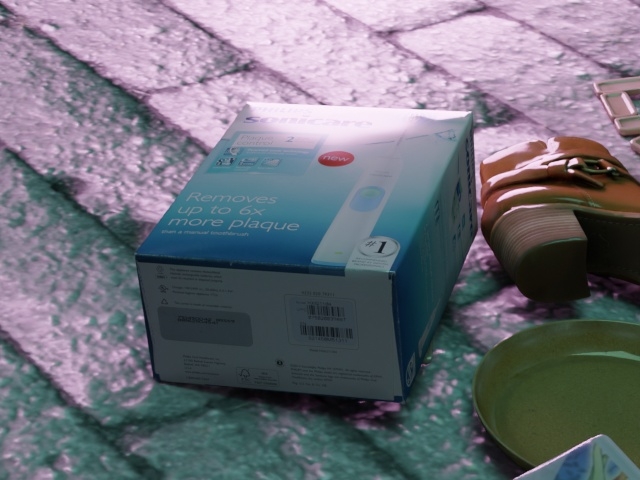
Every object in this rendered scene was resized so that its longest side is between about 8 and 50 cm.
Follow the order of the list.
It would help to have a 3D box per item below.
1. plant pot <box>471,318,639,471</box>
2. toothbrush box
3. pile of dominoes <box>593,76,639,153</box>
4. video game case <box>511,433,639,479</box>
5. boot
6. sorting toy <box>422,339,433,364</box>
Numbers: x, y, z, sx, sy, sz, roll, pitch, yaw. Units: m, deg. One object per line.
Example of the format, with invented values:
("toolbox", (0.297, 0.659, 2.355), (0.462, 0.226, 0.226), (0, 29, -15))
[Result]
("plant pot", (0.235, 0.138, 1.409), (0.236, 0.032, 0.236), (3, 31, -2))
("toothbrush box", (0.000, 0.000, 1.508), (0.216, 0.126, 0.295), (4, 29, 17))
("pile of dominoes", (0.432, -0.123, 1.890), (0.251, 0.040, 0.196), (-7, 32, -2))
("video game case", (0.132, 0.281, 1.067), (0.300, 0.036, 0.329), (-26, 37, -12))
("boot", (0.286, -0.020, 1.634), (0.283, 0.109, 0.220), (-6, 27, -2))
("sorting toy", (0.054, 0.080, 1.507), (0.083, 0.012, 0.062), (5, 31, 2))
